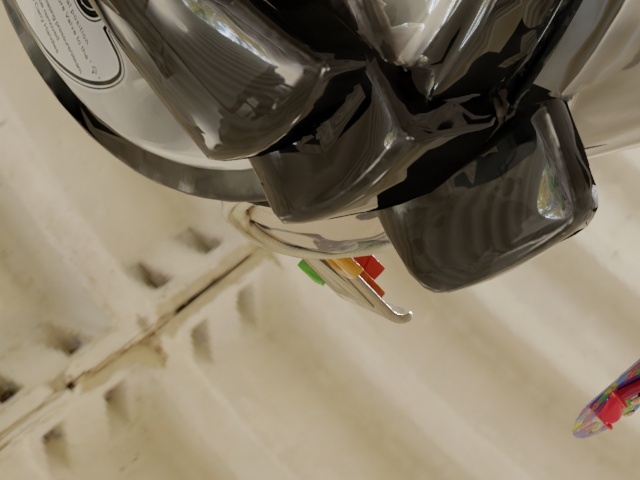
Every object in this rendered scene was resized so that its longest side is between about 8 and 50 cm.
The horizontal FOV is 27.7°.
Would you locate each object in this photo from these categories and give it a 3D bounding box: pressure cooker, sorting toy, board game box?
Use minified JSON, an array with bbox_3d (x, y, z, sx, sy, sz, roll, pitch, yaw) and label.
[{"bbox_3d":[0.036,-0.206,0.567,0.370,0.375,0.420,30,-150,36],"label":"pressure cooker"},{"bbox_3d":[0.000,0.000,1.271,0.196,0.347,0.047,41,-96,-14],"label":"sorting toy"},{"bbox_3d":[0.354,0.173,1.436,0.033,0.168,0.133,51,-173,28],"label":"board game box"}]

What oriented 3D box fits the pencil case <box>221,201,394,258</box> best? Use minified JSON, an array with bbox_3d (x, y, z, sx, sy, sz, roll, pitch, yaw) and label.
[{"bbox_3d":[-0.002,-0.175,0.953,0.160,0.183,0.410,61,-163,-60],"label":"pencil case"}]
